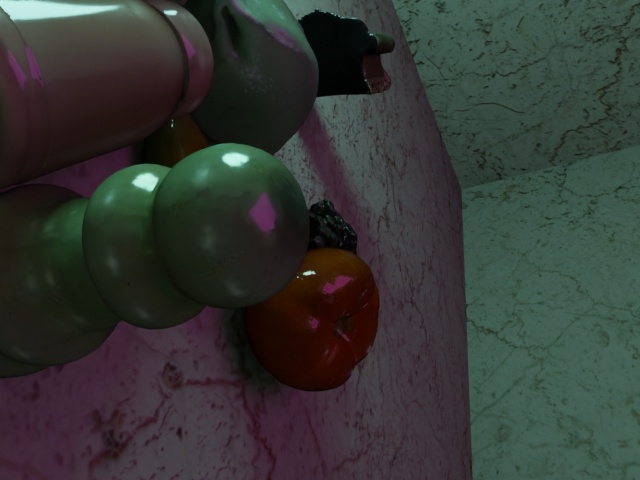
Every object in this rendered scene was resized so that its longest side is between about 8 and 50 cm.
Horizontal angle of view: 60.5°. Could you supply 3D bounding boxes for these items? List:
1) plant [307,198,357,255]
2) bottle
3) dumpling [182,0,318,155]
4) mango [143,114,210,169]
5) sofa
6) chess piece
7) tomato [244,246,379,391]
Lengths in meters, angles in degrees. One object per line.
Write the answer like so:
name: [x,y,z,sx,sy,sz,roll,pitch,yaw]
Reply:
plant: [0.000,0.000,1.089,0.129,0.132,0.194,48,-5,28]
bottle: [-0.256,-0.174,0.575,0.297,0.206,0.173,-42,117,-53]
dumpling: [-0.136,-0.279,0.854,0.270,0.321,0.211,46,42,5]
mango: [-0.191,-0.099,0.789,0.130,0.091,0.195,-6,79,-65]
sofa: [0.031,-0.421,1.252,0.200,0.258,0.182,-38,126,-63]
chess piece: [-0.168,0.011,0.486,0.182,0.330,0.183,-13,90,-68]
tomato: [-0.016,0.129,0.923,0.259,0.179,0.260,-15,111,-44]
